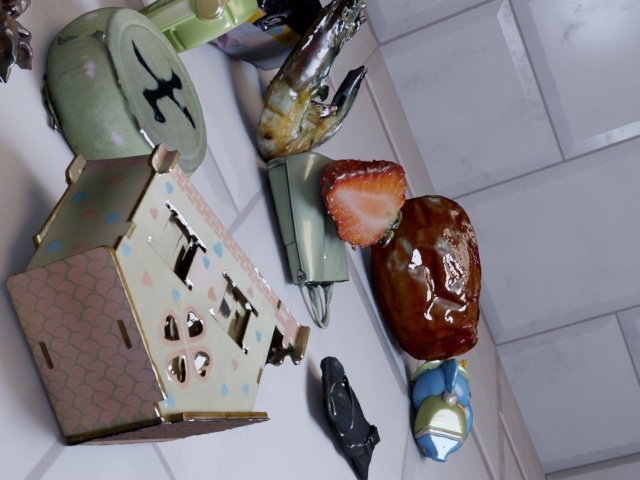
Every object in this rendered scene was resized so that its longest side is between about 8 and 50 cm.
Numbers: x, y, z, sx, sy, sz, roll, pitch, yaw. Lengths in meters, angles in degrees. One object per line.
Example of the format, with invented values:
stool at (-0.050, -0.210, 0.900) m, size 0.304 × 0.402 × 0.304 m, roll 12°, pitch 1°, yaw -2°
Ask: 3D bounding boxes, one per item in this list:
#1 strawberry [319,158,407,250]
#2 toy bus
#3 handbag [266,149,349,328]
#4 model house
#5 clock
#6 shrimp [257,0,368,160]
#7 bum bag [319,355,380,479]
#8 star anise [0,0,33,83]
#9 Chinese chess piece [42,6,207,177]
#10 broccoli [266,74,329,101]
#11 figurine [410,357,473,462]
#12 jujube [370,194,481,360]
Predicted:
strawberry at (0.064, -0.089, 1.515) m, size 0.107 × 0.175 × 0.236 m, roll 37°, pitch -16°, yaw 37°
toy bus at (-0.115, -0.408, 1.493) m, size 0.171 × 0.162 × 0.386 m, roll 68°, pitch 16°, yaw 6°
handbag at (0.000, 0.000, 1.536) m, size 0.241 × 0.109 × 0.315 m, roll 5°, pitch 71°, yaw -71°
model house at (-0.164, 0.099, 0.839) m, size 0.326 × 0.169 × 0.244 m, roll 56°, pitch 29°, yaw -36°
clock at (-0.154, -0.320, 1.159) m, size 0.170 × 0.232 × 0.069 m, roll -74°, pitch 142°, yaw -61°
shrimp at (0.010, -0.292, 1.521) m, size 0.071 × 0.365 × 0.233 m, roll 39°, pitch 15°, yaw 28°
bum bag at (0.054, 0.309, 1.437) m, size 0.123 × 0.060 × 0.248 m, roll -92°, pitch 157°, yaw -46°
star anise at (-0.320, -0.227, 0.841) m, size 0.129 × 0.056 × 0.124 m, roll -78°, pitch 144°, yaw -60°
Chinese chess piece at (-0.227, -0.165, 1.011) m, size 0.238 × 0.092 × 0.237 m, roll -18°, pitch 90°, yaw -72°
broccoli at (-0.046, -0.239, 1.652) m, size 0.118 × 0.123 × 0.204 m, roll 100°, pitch -10°, yaw -80°
figurine at (0.275, 0.390, 1.949) m, size 0.180 × 0.154 × 0.262 m, roll 62°, pitch 34°, yaw -57°
jujube at (0.252, 0.084, 1.971) m, size 0.276 × 0.277 × 0.376 m, roll -17°, pitch 91°, yaw -73°
